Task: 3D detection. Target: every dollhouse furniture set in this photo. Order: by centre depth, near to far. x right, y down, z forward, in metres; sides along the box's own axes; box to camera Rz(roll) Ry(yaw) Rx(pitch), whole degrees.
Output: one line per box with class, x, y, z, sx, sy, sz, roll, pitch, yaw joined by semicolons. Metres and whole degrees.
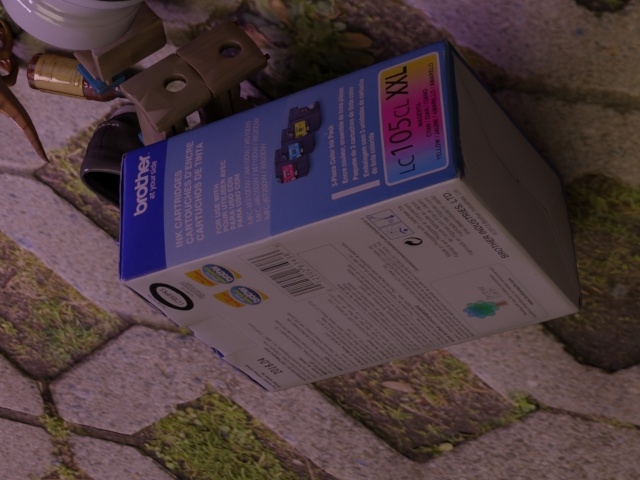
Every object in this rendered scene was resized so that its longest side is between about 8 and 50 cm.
dollhouse furniture set;-0.145;-0.159;1.662;0.183;0.129;0.129;48;161;29

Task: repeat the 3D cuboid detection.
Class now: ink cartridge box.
ink cartridge box;0.000;0.000;1.576;0.395;0.151;0.270;-18;145;23

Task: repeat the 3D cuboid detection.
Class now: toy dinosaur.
toy dinosaur;-0.339;-0.160;1.758;0.211;0.112;0.064;37;139;-3

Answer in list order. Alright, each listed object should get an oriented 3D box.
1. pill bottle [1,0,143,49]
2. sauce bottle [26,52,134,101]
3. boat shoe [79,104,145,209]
pill bottle;-0.186;-0.302;1.499;0.162;0.162;0.278;31;140;-1
sauce bottle;-0.233;-0.161;1.753;0.128;0.042;0.042;12;136;17
boat shoe;-0.106;-0.003;1.795;0.335;0.095;0.112;38;138;-9
